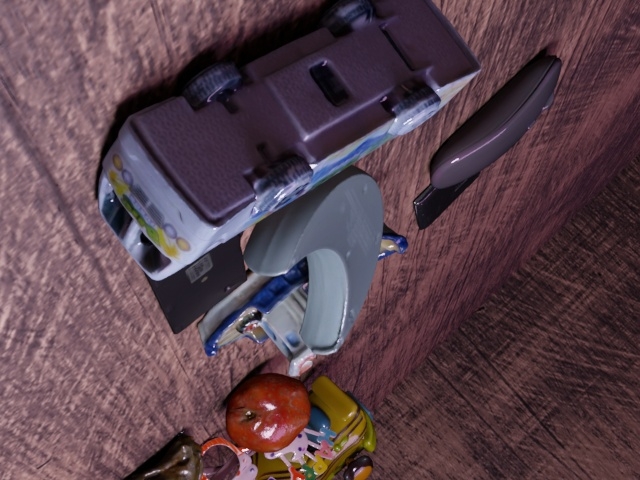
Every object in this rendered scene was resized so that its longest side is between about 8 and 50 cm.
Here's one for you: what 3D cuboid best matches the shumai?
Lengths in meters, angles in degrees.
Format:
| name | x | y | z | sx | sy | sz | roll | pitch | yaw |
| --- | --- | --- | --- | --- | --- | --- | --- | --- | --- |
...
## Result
| name | x | y | z | sx | sy | sz | roll | pitch | yaw |
| --- | --- | --- | --- | --- | --- | --- | --- | --- | --- |
| shumai | -0.206 | 0.408 | 1.848 | 0.218 | 0.185 | 0.184 | -39 | 167 | -25 |

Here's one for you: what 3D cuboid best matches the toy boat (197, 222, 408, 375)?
| name | x | y | z | sx | sy | sz | roll | pitch | yaw |
| --- | --- | --- | --- | --- | --- | --- | --- | --- | --- |
| toy boat | -0.011 | 0.061 | 1.499 | 0.262 | 0.115 | 0.114 | -40 | 168 | -22 |

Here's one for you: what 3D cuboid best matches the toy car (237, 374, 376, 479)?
| name | x | y | z | sx | sy | sz | roll | pitch | yaw |
| --- | --- | --- | --- | --- | --- | --- | --- | --- | --- |
| toy car | -0.030 | 0.342 | 2.276 | 0.248 | 0.200 | 0.142 | -44 | 146 | -11 |

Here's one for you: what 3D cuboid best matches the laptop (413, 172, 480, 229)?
| name | x | y | z | sx | sy | sz | roll | pitch | yaw |
| --- | --- | --- | --- | --- | --- | --- | --- | --- | --- |
| laptop | 0.184 | -0.076 | 1.950 | 0.129 | 0.016 | 0.180 | -45 | 167 | -3 |

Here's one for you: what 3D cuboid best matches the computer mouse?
| name | x | y | z | sx | sy | sz | roll | pitch | yaw |
| --- | --- | --- | --- | --- | --- | --- | --- | --- | --- |
| computer mouse | 0.233 | -0.147 | 1.770 | 0.232 | 0.057 | 0.120 | -43 | 169 | -9 |

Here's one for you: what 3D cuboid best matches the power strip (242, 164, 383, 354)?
| name | x | y | z | sx | sy | sz | roll | pitch | yaw |
| --- | --- | --- | --- | --- | --- | --- | --- | --- | --- |
| power strip | 0.000 | 0.000 | 1.343 | 0.168 | 0.054 | 0.253 | -63 | 155 | -20 |

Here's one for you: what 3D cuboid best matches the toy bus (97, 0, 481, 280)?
| name | x | y | z | sx | sy | sz | roll | pitch | yaw |
| --- | --- | --- | --- | --- | --- | --- | --- | --- | --- |
| toy bus | -0.023 | -0.084 | 1.010 | 0.329 | 0.109 | 0.136 | -33 | 174 | -42 |

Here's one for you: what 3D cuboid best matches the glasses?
| name | x | y | z | sx | sy | sz | roll | pitch | yaw |
| --- | --- | --- | --- | --- | --- | --- | --- | --- | --- |
| glasses | -0.098 | 0.352 | 2.098 | 0.255 | 0.162 | 0.095 | -41 | 171 | -15 |

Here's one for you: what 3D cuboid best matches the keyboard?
| name | x | y | z | sx | sy | sz | roll | pitch | yaw |
| --- | --- | --- | --- | --- | --- | --- | --- | --- | --- |
| keyboard | -0.111 | 0.014 | 1.216 | 0.106 | 0.027 | 0.317 | -39 | 167 | -11 |

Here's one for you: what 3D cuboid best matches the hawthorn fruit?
| name | x | y | z | sx | sy | sz | roll | pitch | yaw |
| --- | --- | --- | --- | --- | --- | --- | --- | --- | --- |
| hawthorn fruit | -0.076 | 0.242 | 1.923 | 0.128 | 0.128 | 0.128 | -43 | 168 | -11 |
